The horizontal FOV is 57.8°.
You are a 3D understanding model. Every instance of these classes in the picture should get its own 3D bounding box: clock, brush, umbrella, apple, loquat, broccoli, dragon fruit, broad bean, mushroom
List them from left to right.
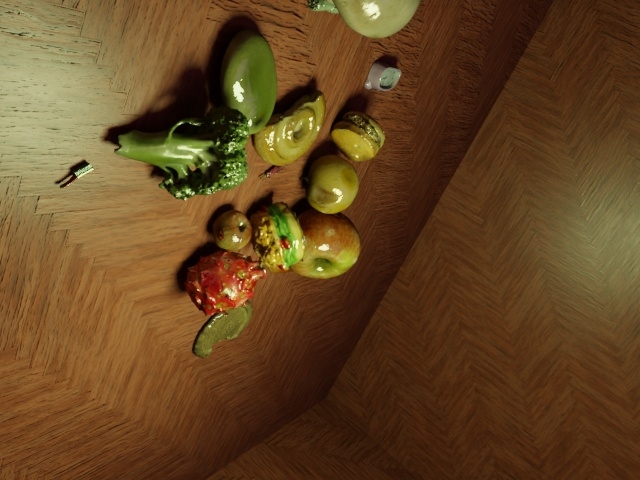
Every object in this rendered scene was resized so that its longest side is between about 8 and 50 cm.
[{"bbox_3d":[-0.539,-0.143,1.272,0.083,0.019,0.021,-43,145,-25],"label":"brush"},{"bbox_3d":[-0.325,-0.219,1.441,0.303,0.186,0.254,-2,146,-6],"label":"broccoli"},{"bbox_3d":[-0.299,0.123,1.847,0.268,0.205,0.210,-21,-170,5],"label":"dragon fruit"},{"bbox_3d":[-0.277,-0.031,1.810,0.102,0.125,0.126,-20,179,36],"label":"apple"},{"bbox_3d":[-0.179,-0.399,1.472,0.189,0.121,0.263,-39,151,-40],"label":"broad bean"},{"bbox_3d":[-0.137,-0.239,1.902,0.165,0.025,0.027,-40,132,-34],"label":"umbrella"},{"bbox_3d":[0.000,0.000,2.177,0.278,0.249,0.309,-24,145,22],"label":"apple"},{"bbox_3d":[0.024,-0.651,1.577,0.144,0.067,0.062,-21,106,-41],"label":"umbrella"},{"bbox_3d":[0.033,-0.198,2.056,0.213,0.213,0.213,-42,155,-25],"label":"loquat"},{"bbox_3d":[0.102,-0.690,1.453,0.362,0.295,0.361,12,77,-62],"label":"mushroom"},{"bbox_3d":[0.225,-0.579,2.075,0.153,0.050,0.110,-15,137,-56],"label":"clock"}]

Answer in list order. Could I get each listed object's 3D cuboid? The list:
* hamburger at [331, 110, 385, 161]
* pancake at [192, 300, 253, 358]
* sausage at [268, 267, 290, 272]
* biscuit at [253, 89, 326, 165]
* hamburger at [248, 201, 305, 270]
[{"bbox_3d":[0.134,-0.376,2.040,0.117,0.182,0.191,-63,153,-20],"label":"hamburger"},{"bbox_3d":[-0.377,0.348,2.266,0.286,0.033,0.288,-55,158,2],"label":"pancake"},{"bbox_3d":[-0.130,0.077,2.278,0.238,0.098,0.098,-4,127,-59],"label":"sausage"},{"bbox_3d":[-0.084,-0.335,1.783,0.274,0.091,0.213,-45,154,-25],"label":"biscuit"},{"bbox_3d":[-0.159,-0.006,1.947,0.149,0.237,0.237,-19,144,-24],"label":"hamburger"}]
